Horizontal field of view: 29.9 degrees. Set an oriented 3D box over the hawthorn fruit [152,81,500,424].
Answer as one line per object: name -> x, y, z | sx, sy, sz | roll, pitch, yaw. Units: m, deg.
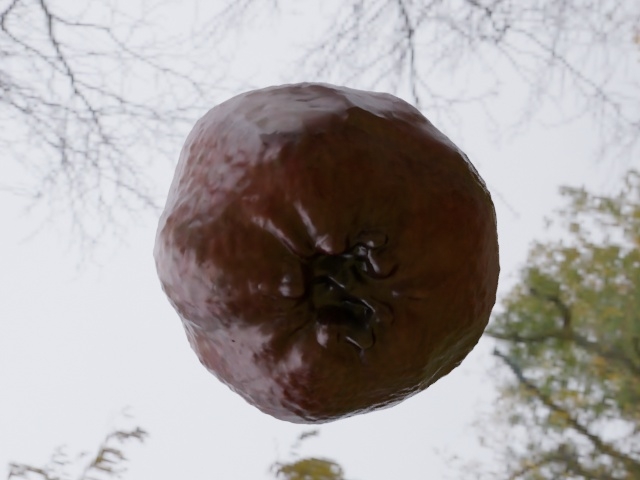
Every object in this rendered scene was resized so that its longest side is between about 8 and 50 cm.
hawthorn fruit -> 0.000, 0.000, 0.726 | 0.253, 0.205, 0.205 | -126, 38, -77
